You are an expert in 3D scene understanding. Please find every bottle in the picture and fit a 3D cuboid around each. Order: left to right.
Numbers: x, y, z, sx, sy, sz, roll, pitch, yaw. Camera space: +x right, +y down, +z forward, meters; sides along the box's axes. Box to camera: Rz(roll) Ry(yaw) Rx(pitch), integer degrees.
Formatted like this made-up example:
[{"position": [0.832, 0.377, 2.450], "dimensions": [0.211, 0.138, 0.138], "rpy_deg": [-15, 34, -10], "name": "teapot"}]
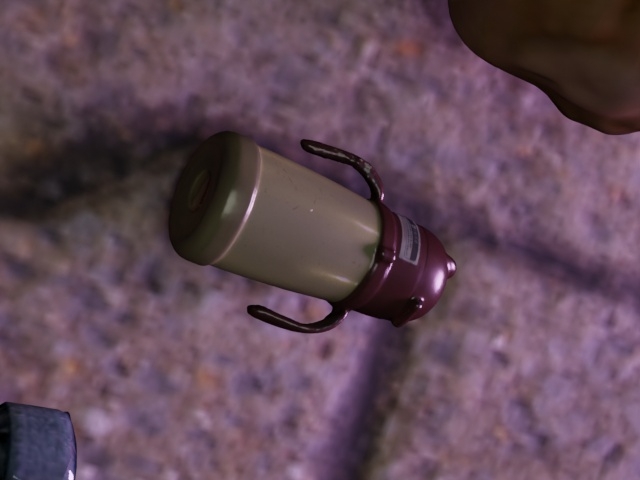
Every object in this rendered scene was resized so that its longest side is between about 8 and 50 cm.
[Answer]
[{"position": [-0.001, 0.001, 0.551], "dimensions": [0.101, 0.047, 0.063], "rpy_deg": [22, 109, -26], "name": "bottle"}]

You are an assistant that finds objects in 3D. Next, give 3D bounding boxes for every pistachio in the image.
[{"position": [0.135, -0.126, 0.549], "dimensions": [0.206, 0.131, 0.129], "rpy_deg": [-48, 155, -14], "name": "pistachio"}]

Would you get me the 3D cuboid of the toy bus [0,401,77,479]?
[{"position": [-0.125, 0.124, 0.406], "dimensions": [0.128, 0.262, 0.150], "rpy_deg": [13, 96, -21], "name": "toy bus"}]
